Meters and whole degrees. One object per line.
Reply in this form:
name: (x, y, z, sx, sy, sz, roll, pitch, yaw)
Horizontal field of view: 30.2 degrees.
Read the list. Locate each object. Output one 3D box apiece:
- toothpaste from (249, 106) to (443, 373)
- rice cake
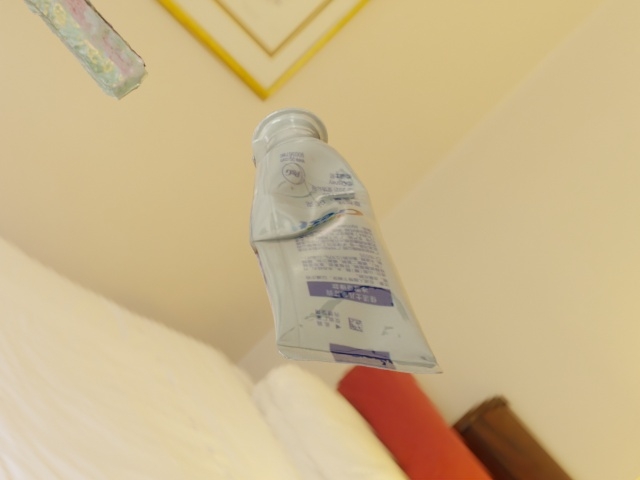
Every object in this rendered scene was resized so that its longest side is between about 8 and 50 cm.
toothpaste: (0.000, 0.000, 0.755, 0.096, 0.061, 0.266, 7, 31, -16)
rice cake: (-0.182, -0.171, 0.739, 0.207, 0.033, 0.033, 50, -14, -30)
